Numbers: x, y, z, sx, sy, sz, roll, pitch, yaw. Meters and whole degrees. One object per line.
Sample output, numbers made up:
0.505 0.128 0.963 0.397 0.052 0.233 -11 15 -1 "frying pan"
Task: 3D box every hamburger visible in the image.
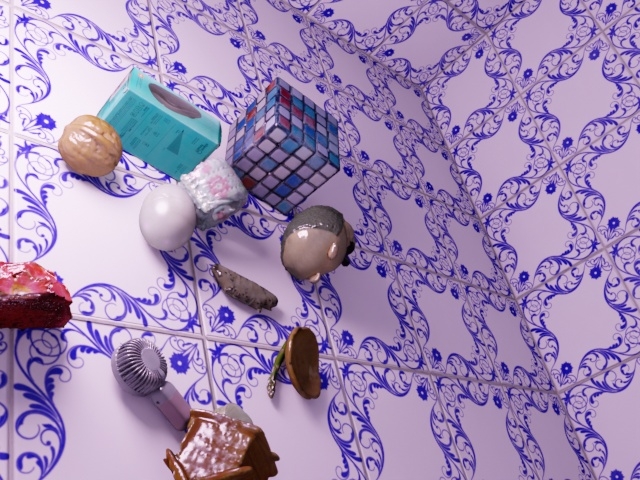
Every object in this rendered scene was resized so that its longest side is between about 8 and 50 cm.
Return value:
-0.207 0.451 1.650 0.121 0.054 0.084 55 27 0 "hamburger"

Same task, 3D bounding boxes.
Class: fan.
-0.376 0.332 1.536 0.244 0.074 0.130 54 20 -7 "fan"

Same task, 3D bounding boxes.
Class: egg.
-0.410 -0.067 1.810 0.151 0.151 0.209 28 36 -34 "egg"

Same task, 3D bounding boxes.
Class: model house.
-0.221 0.516 1.467 0.229 0.220 0.199 -59 149 -52 "model house"

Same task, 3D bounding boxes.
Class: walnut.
-0.597 -0.245 1.761 0.166 0.149 0.166 6 81 -42 "walnut"

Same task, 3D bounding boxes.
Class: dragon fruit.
-0.634 0.107 1.373 0.189 0.163 0.262 38 21 34 "dragon fruit"

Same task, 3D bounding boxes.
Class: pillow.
-0.217 0.149 1.937 0.241 0.051 0.093 34 31 -28 "pillow"

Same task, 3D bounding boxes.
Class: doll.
0.000 0.000 2.211 0.247 0.247 0.349 45 17 -11 "doll"

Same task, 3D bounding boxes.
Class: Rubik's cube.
-0.129 -0.318 2.295 0.292 0.293 0.287 31 37 -28 "Rubik's cube"

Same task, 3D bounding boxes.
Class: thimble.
-0.319 -0.133 1.949 0.149 0.185 0.211 56 12 6 "thimble"

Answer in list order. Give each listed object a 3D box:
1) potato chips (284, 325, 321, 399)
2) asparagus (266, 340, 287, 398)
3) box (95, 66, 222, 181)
-0.057 0.350 1.906 0.195 0.062 0.208 -68 140 -54 "potato chips"
-0.117 0.351 1.885 0.034 0.027 0.236 34 34 -8 "asparagus"
-0.467 -0.329 1.952 0.311 0.205 0.118 30 40 -30 "box"
